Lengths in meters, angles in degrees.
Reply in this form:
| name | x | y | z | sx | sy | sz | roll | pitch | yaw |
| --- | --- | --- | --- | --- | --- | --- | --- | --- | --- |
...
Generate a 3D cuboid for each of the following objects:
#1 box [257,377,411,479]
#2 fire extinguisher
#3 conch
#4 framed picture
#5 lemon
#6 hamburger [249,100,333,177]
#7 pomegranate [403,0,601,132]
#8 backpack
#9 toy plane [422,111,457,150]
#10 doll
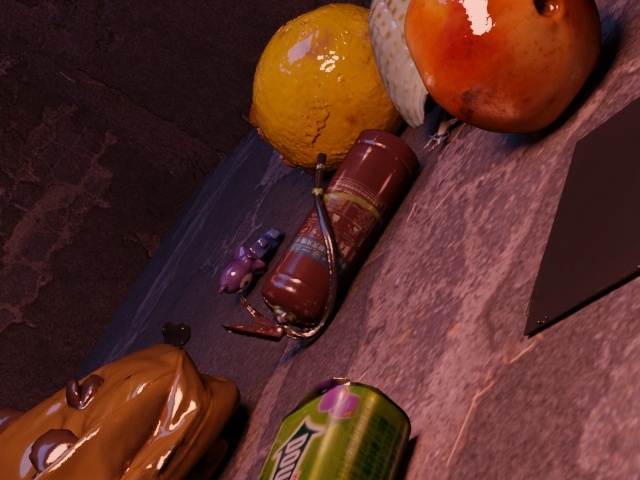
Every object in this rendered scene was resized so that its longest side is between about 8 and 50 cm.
| name | x | y | z | sx | sy | sz | roll | pitch | yaw |
| --- | --- | --- | --- | --- | --- | --- | --- | --- | --- |
| box | -0.030 | 0.267 | 0.857 | 0.134 | 0.097 | 0.345 | -39 | 17 | 42 |
| fire extinguisher | 0.000 | 0.000 | 1.464 | 0.341 | 0.141 | 0.105 | -57 | -18 | -23 |
| conch | 0.173 | -0.323 | 1.543 | 0.319 | 0.215 | 0.303 | -49 | -2 | -28 |
| framed picture | 0.297 | -0.082 | 0.858 | 0.339 | 0.014 | 0.255 | -40 | 17 | 45 |
| lemon | 0.025 | -0.253 | 1.793 | 0.310 | 0.258 | 0.258 | -43 | 15 | 39 |
| hamburger | 0.004 | -0.264 | 2.052 | 0.260 | 0.211 | 0.245 | -48 | 6 | 40 |
| pomegranate | 0.197 | -0.222 | 1.181 | 0.209 | 0.209 | 0.209 | -49 | 12 | 14 |
| backpack | -0.283 | 0.277 | 1.418 | 0.378 | 0.201 | 0.353 | -47 | 21 | -24 |
| toy plane | 0.169 | -0.154 | 1.521 | 0.078 | 0.024 | 0.084 | -40 | 10 | 36 |
| doll | -0.122 | 0.034 | 1.984 | 0.206 | 0.067 | 0.110 | -48 | -8 | -40 |
